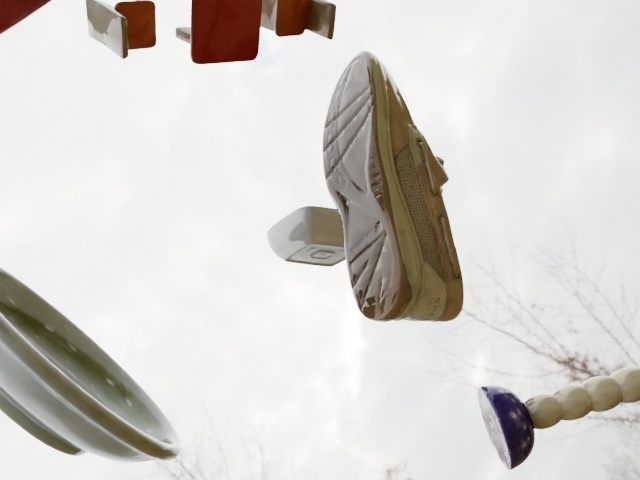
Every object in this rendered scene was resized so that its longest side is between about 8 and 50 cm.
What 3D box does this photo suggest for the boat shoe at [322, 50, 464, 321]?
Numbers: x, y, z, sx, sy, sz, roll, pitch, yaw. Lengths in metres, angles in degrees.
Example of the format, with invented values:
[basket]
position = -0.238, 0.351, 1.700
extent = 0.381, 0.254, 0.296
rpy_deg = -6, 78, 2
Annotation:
[boat shoe]
position = 0.083, -0.064, 0.848
extent = 0.110, 0.122, 0.340
rpy_deg = 8, -118, -28

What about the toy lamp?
[toy lamp]
position = 0.273, 0.114, 0.607
extent = 0.275, 0.080, 0.080
rpy_deg = -19, -53, -2

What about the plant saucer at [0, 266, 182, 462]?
[plant saucer]
position = -0.365, 0.182, 0.996
extent = 0.100, 0.400, 0.400
rpy_deg = -47, -43, -9

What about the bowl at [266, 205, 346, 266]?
[bowl]
position = 0.000, 0.000, 1.137
extent = 0.142, 0.142, 0.053
rpy_deg = 9, -112, -30

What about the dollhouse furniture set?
[dollhouse furniture set]
position = -0.092, -0.308, 0.749
extent = 0.262, 0.135, 0.259
rpy_deg = -15, -54, -32

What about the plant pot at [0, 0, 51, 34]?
[plant pot]
position = -0.409, -0.340, 0.876
extent = 0.191, 0.191, 0.174
rpy_deg = -49, -57, -23
